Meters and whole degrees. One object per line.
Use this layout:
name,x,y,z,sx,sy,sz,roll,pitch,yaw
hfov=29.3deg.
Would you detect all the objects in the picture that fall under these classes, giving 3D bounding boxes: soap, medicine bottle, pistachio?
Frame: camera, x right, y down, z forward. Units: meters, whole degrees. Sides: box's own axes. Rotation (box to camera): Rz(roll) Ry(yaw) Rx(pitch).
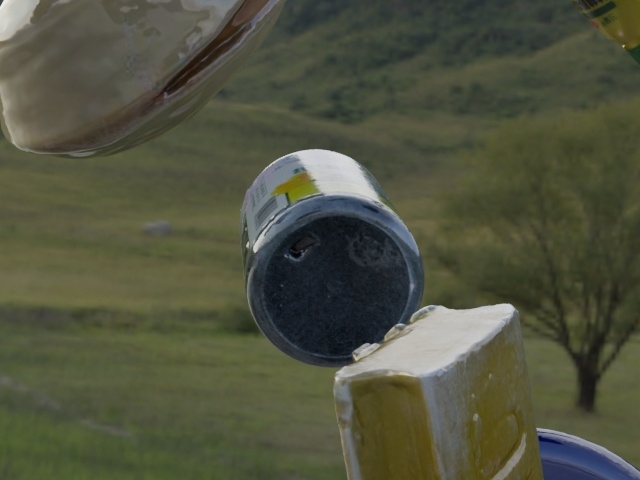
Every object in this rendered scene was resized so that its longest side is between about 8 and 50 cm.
soap,0.077,0.163,0.677,0.073,0.232,0.140,-4,10,29
medicine bottle,0.000,0.000,1.071,0.141,0.141,0.293,7,13,-7
pistachio,-0.216,-0.278,1.470,0.365,0.445,0.281,41,-7,47
medicine bottle,0.325,-0.241,1.299,0.260,0.064,0.095,45,-14,-13

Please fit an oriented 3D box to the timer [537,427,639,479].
timer,0.143,0.265,0.981,0.271,0.270,0.383,6,-2,5
